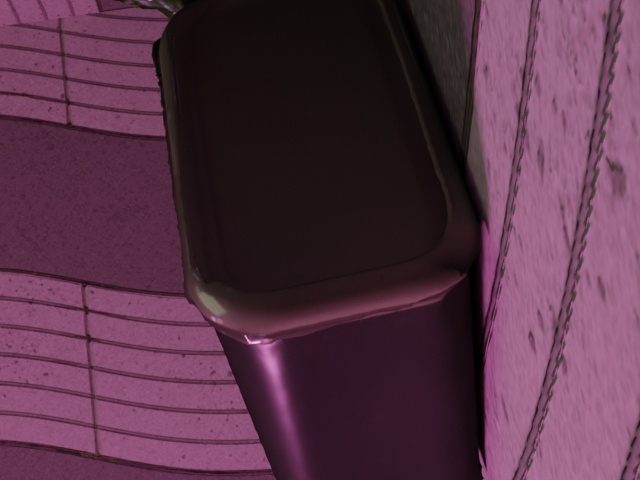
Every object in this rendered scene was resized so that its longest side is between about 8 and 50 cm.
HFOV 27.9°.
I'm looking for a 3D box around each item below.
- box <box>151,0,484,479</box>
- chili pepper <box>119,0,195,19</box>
[{"bbox_3d":[0.000,0.000,0.669,0.274,0.138,0.178,-101,-1,-50],"label":"box"},{"bbox_3d":[-0.067,-0.223,0.725,0.213,0.167,0.385,-66,-11,0],"label":"chili pepper"}]
